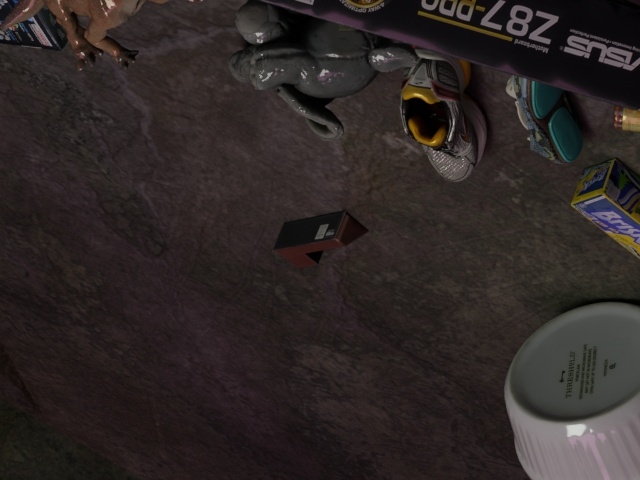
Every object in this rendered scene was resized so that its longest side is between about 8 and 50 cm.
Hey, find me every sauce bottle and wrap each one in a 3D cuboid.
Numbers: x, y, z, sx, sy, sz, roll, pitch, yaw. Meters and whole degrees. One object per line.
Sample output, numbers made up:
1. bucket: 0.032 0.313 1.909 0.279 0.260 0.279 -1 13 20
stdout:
1. sauce bottle: 0.375 -0.132 1.809 0.128 0.042 0.042 5 149 14

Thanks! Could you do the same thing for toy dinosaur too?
1. toy dinosaur: -0.268 -0.302 1.922 0.295 0.127 0.200 6 149 39

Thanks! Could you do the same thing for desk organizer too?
1. desk organizer: 0.000 0.000 2.331 0.050 0.047 0.130 38 150 -31

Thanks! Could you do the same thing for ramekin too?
1. ramekin: 0.360 0.195 2.181 0.273 0.273 0.127 1 134 37

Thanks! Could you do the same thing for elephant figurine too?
1. elephant figurine: -0.005 -0.198 1.901 0.169 0.186 0.239 -22 161 -5

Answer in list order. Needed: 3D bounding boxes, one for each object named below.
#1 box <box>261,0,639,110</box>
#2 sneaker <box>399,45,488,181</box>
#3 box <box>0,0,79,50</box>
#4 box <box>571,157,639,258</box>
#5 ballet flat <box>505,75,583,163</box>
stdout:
1. box: 0.095 -0.229 1.559 0.395 0.097 0.318 15 -168 -5
2. sneaker: 0.129 -0.135 1.939 0.088 0.093 0.225 11 151 24
3. box: -0.415 -0.324 2.069 0.175 0.051 0.220 9 149 26
4. box: 0.374 -0.023 1.989 0.169 0.054 0.059 36 150 -21
5. ballet flat: 0.234 -0.152 1.864 0.070 0.070 0.188 9 146 27
